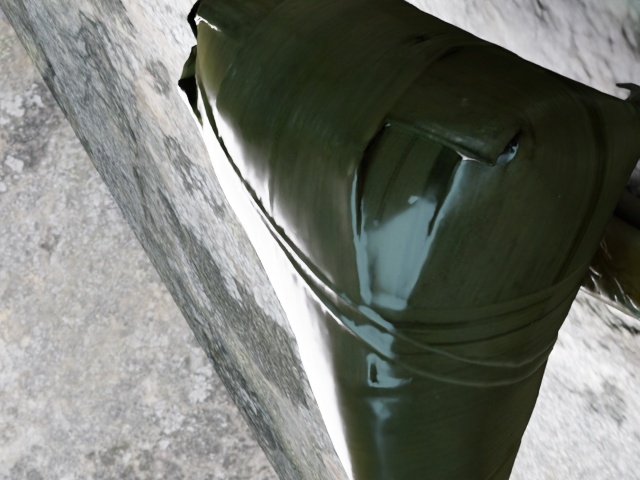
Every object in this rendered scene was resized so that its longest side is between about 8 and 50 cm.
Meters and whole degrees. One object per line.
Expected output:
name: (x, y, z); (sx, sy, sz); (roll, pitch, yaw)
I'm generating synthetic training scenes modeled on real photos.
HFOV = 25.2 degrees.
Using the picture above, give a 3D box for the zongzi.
zongzi: (0.000, 0.000, 0.979); (0.447, 0.181, 0.418); (39, 127, 49)

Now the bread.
bread: (0.179, -0.004, 0.908); (0.214, 0.053, 0.073); (34, 124, 50)
